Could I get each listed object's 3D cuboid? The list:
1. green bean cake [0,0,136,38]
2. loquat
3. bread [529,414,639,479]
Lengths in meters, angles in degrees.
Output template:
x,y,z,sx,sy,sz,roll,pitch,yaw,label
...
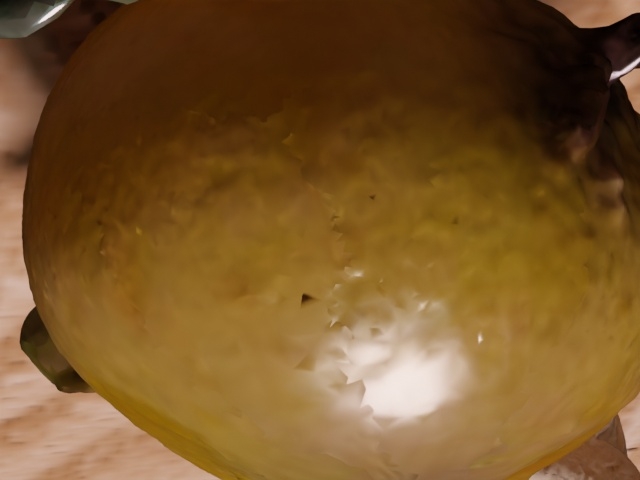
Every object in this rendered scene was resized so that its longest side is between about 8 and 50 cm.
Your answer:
x,y,z,sx,sy,sz,roll,pitch,yaw,label
-0.055,-0.119,0.267,0.181,0.094,0.173,-16,151,5,green bean cake
0.000,0.000,0.450,0.204,0.149,0.172,-19,157,33,loquat
0.055,0.095,0.686,0.152,0.105,0.077,-16,145,2,bread
